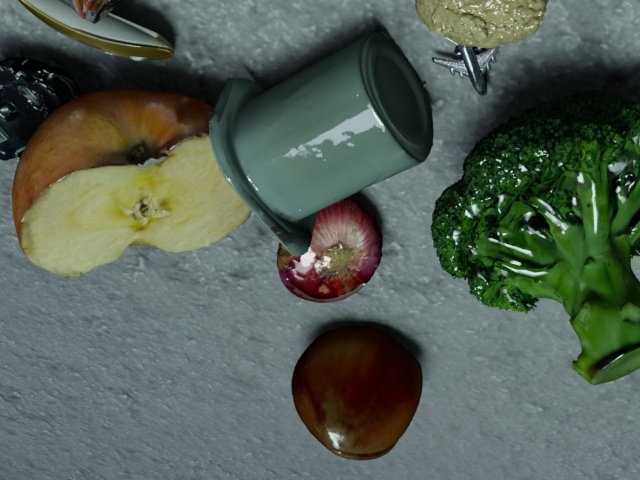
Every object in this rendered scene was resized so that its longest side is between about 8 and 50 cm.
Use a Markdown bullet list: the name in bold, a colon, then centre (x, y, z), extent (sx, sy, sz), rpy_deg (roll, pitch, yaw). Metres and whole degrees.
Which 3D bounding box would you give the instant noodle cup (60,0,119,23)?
- **instant noodle cup**: centre (-0.281, -0.314, 0.934), extent (0.136, 0.127, 0.127), rpy_deg (25, 138, 8)

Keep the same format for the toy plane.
- **toy plane**: centre (0.162, -0.192, 0.946), extent (0.078, 0.031, 0.083), rpy_deg (-12, 129, 30)

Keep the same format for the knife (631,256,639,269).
- **knife**: centre (0.424, 0.007, 1.063), extent (0.298, 0.017, 0.047), rpy_deg (-20, 130, 35)

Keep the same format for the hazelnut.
- **hazelnut**: centre (0.049, 0.235, 1.300), extent (0.208, 0.208, 0.208), rpy_deg (11, 137, 10)

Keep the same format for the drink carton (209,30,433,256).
- **drink carton**: centre (0.007, -0.119, 0.973), extent (0.190, 0.185, 0.191), rpy_deg (-21, 122, 32)

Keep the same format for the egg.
- **egg**: centre (0.155, -0.237, 0.835), extent (0.140, 0.118, 0.116), rpy_deg (11, 171, 43)

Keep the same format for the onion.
- **onion**: centre (0.000, 0.000, 1.165), extent (0.150, 0.140, 0.150), rpy_deg (-9, 114, -21)

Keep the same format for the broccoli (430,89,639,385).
- **broccoli**: centre (0.278, -0.009, 0.920), extent (0.297, 0.297, 0.297), rpy_deg (-17, 151, -10)

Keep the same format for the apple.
- **apple**: centre (-0.233, -0.094, 1.072), extent (0.293, 0.163, 0.251), rpy_deg (-13, 150, -24)

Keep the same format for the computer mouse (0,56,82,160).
- **computer mouse**: centre (-0.390, -0.173, 1.138), extent (0.242, 0.077, 0.146), rpy_deg (-15, 127, 32)

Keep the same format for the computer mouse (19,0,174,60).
- **computer mouse**: centre (-0.265, -0.246, 1.015), extent (0.199, 0.102, 0.045), rpy_deg (23, 93, -4)
